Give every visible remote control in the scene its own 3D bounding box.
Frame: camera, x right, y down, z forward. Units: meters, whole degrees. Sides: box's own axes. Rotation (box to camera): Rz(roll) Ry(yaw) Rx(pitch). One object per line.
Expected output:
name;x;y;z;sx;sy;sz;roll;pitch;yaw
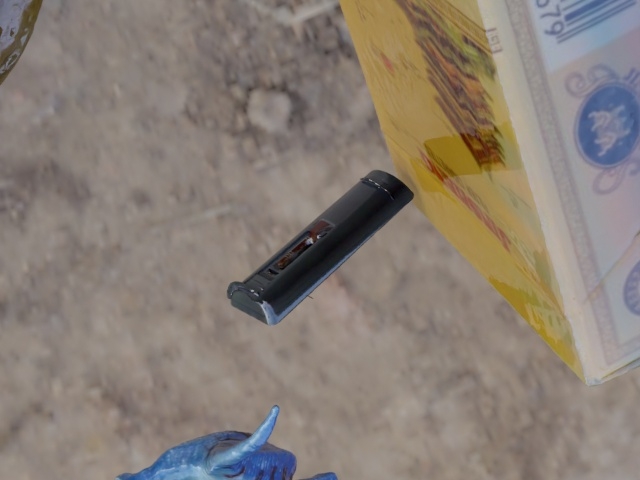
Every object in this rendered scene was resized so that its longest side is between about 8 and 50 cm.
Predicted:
remote control;0.000;0.000;0.854;0.091;0.034;0.016;-42;131;-23

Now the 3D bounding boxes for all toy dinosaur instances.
toy dinosaur;-0.066;0.171;1.293;0.144;0.076;0.329;-29;163;-1

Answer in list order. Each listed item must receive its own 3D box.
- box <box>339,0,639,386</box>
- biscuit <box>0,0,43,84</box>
box;0.063;-0.099;0.761;0.076;0.174;0.274;-27;127;-8
biscuit;-0.288;-0.196;1.227;0.063;0.367;0.314;-1;110;-48
